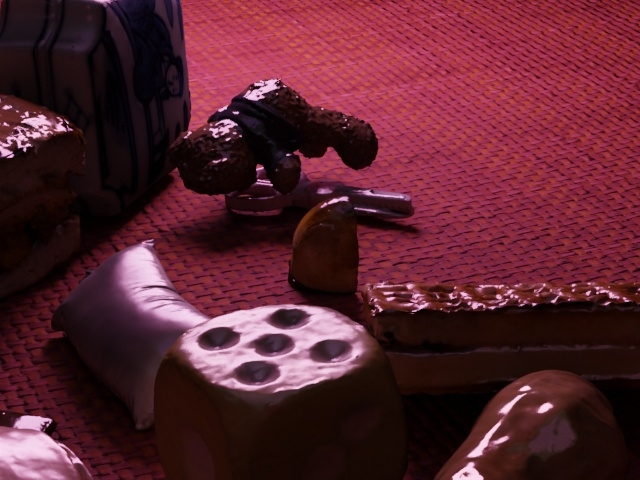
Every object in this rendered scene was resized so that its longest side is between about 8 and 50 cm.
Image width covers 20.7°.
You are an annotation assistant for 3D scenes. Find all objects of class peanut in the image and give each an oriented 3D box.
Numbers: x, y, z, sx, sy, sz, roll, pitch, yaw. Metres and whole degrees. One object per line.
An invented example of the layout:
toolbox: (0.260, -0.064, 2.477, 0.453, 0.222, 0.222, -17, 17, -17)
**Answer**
peanut: (0.173, 0.200, 1.456, 0.147, 0.148, 0.319, 10, 23, 23)

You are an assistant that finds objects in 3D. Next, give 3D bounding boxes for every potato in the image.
potato: (0.000, 0.000, 1.951, 0.066, 0.103, 0.096, -8, 24, -22)

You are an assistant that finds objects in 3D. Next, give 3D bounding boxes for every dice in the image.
dice: (-0.036, 0.163, 1.515, 0.169, 0.166, 0.169, -15, 28, -27)

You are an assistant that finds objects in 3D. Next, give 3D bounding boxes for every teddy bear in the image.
teddy bear: (-0.065, -0.132, 2.152, 0.251, 0.129, 0.182, -20, 23, -31)

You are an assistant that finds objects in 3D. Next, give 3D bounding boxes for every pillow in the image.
pillow: (-0.176, 0.089, 1.771, 0.144, 0.078, 0.254, -34, 34, -13)

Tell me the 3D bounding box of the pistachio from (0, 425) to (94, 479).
pistachio: (-0.239, 0.258, 1.284, 0.214, 0.193, 0.318, -43, 42, -3)

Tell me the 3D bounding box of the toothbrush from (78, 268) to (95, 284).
toothbrush: (-0.170, 0.086, 1.858, 0.028, 0.026, 0.294, -38, 40, -26)

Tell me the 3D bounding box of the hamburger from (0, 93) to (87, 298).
hamburger: (-0.437, -0.044, 1.957, 0.277, 0.195, 0.318, 18, 32, 31)

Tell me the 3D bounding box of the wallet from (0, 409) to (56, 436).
wallet: (-0.337, 0.220, 1.565, 0.137, 0.031, 0.255, 3, 24, 10)

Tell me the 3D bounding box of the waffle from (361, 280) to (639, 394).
waffle: (0.197, 0.092, 1.689, 0.308, 0.091, 0.213, -1, 5, -2)

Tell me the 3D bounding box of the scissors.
scissors: (0.004, -0.055, 2.155, 0.242, 0.030, 0.118, 7, 25, 26)

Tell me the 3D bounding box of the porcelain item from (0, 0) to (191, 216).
porcelain item: (-0.275, -0.190, 2.165, 0.157, 0.281, 0.286, 6, 23, 20)
